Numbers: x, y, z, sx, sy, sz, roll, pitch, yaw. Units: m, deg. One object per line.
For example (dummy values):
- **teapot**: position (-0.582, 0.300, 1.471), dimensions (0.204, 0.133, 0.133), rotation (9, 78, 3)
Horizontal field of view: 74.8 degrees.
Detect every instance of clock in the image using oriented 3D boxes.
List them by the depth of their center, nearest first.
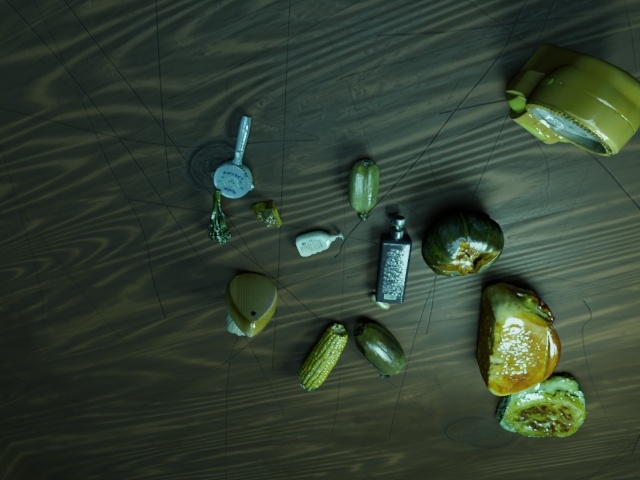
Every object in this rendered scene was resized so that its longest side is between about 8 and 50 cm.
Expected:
- **clock**: position (0.594, -0.321, 0.971), dimensions (0.244, 0.317, 0.200), rotation (27, 111, -10)

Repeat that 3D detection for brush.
- **brush**: position (-0.236, 0.242, 1.388), dimensions (0.175, 0.266, 0.166), rotation (9, 119, -11)

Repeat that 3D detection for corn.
- **corn**: position (0.009, 0.439, 1.568), dimensions (0.115, 0.115, 0.317), rotation (25, 116, -9)

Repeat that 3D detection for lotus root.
- **lotus root**: position (0.127, -0.149, 1.240), dimensions (0.091, 0.077, 0.182), rotation (5, 117, 11)
- **lotus root**: position (0.216, 0.389, 1.509), dimensions (0.123, 0.124, 0.241), rotation (-24, 118, 34)

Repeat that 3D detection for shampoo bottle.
- **shampoo bottle**: position (0.237, 0.064, 1.354), dimensions (0.099, 0.071, 0.309), rotation (4, 120, 4)
- **shampoo bottle**: position (0.000, 0.000, 1.354), dimensions (0.152, 0.045, 0.077), rotation (-17, 115, 16)

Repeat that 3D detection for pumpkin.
- **pumpkin**: position (0.421, 0.007, 1.256), dimensions (0.238, 0.159, 0.237), rotation (-5, 137, -5)

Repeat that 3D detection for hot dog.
- **hot dog**: position (0.663, 0.331, 1.403), dimensions (0.224, 0.185, 0.404), rotation (-3, 119, 9)

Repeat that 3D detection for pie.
- **pie**: position (0.852, 0.655, 1.620), dimensions (0.289, 0.102, 0.354), rotation (11, 122, 6)

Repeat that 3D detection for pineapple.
- **pineapple**: position (-0.159, -0.082, 1.298), dimensions (0.114, 0.114, 0.077), rotation (37, 97, -20)

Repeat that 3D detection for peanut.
- **peanut**: position (0.208, 0.215, 1.465), dimensions (0.083, 0.037, 0.037), rotation (39, 115, -23)

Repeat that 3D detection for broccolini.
- **broccolini**: position (-0.331, -0.072, 1.311), dimensions (0.068, 0.091, 0.202), rotation (-29, 139, -27)

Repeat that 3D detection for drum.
- **drum**: position (-0.228, -0.233, 1.239), dimensions (0.130, 0.049, 0.253), rotation (31, 118, -12)
